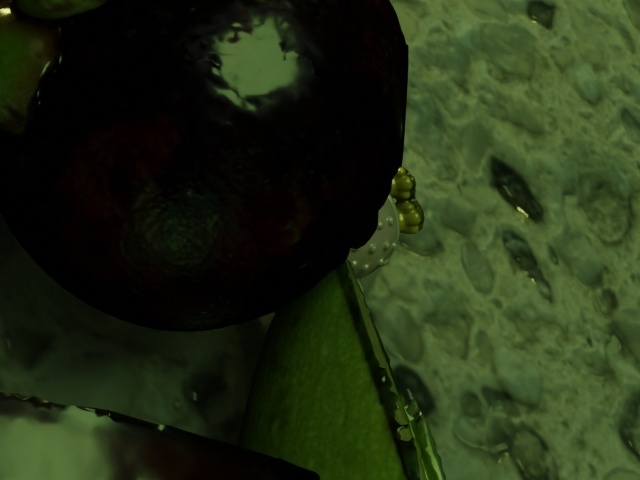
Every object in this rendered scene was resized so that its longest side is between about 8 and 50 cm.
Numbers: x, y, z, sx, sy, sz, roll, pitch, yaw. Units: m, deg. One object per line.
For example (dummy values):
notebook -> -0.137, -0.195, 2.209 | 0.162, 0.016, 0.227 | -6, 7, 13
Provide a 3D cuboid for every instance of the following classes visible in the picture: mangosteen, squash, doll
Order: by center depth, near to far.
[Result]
mangosteen -> -0.089, -0.091, 0.879 | 0.311, 0.311, 0.311 | 15, 58, -25
squash -> 0.049, 0.154, 0.953 | 0.233, 0.210, 0.308 | 62, 38, -52
doll -> 0.000, 0.000, 1.094 | 0.207, 0.081, 0.129 | -30, 114, -39

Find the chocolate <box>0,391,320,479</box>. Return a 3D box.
chocolate -> -0.190, 0.252, 0.697 | 0.384, 0.384, 0.331 | 15, 75, -25
